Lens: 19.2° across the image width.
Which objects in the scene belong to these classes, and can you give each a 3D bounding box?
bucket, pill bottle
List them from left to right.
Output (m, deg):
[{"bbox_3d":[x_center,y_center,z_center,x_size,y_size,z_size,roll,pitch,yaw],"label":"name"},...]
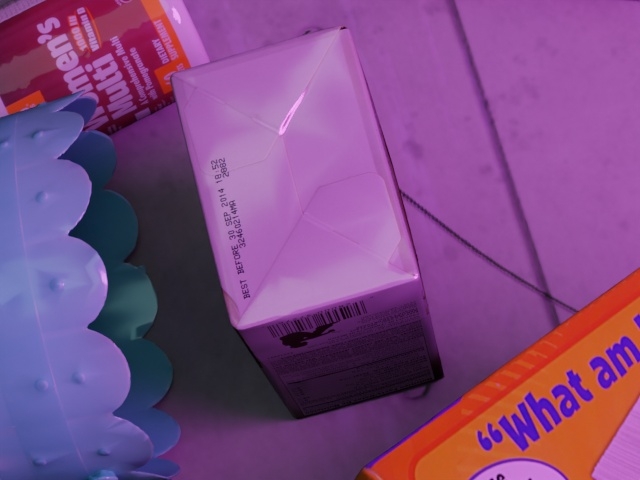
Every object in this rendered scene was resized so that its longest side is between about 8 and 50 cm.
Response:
[{"bbox_3d":[-0.211,0.051,1.262,0.183,0.281,0.281,-13,73,1],"label":"bucket"},{"bbox_3d":[-0.201,-0.121,1.385,0.221,0.121,0.121,-28,74,-5],"label":"pill bottle"}]

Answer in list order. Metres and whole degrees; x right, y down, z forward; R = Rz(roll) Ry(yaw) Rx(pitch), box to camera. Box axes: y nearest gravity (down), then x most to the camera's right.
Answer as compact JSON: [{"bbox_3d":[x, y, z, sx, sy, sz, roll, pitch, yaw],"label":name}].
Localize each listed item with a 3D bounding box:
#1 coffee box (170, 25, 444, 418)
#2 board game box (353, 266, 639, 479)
[{"bbox_3d":[0.000,0.000,1.245,0.118,0.297,0.168,-16,74,2],"label":"coffee box"},{"bbox_3d":[0.207,0.247,1.068,0.356,0.356,0.356,-32,72,-33],"label":"board game box"}]
